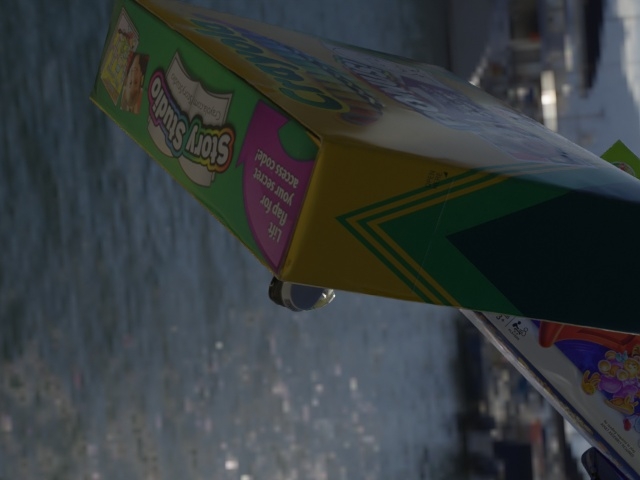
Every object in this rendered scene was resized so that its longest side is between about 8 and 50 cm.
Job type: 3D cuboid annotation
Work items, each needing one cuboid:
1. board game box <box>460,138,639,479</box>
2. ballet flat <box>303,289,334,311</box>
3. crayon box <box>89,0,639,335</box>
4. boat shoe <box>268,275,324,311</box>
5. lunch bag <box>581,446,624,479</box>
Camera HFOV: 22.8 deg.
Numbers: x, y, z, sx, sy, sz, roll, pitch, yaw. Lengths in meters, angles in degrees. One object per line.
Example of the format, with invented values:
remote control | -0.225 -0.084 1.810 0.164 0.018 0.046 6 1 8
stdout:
board game box | 0.339 0.102 1.614 0.347 0.233 0.078 46 -9 9
ballet flat | -0.010 0.033 1.565 0.188 0.070 0.070 100 -12 -80
crayon box | 0.039 -0.065 1.165 0.363 0.313 0.106 40 -65 54
boat shoe | 0.000 0.000 1.394 0.049 0.040 0.142 47 65 -31
lunch bag | 0.331 0.237 1.705 0.067 0.098 0.065 61 -25 16
